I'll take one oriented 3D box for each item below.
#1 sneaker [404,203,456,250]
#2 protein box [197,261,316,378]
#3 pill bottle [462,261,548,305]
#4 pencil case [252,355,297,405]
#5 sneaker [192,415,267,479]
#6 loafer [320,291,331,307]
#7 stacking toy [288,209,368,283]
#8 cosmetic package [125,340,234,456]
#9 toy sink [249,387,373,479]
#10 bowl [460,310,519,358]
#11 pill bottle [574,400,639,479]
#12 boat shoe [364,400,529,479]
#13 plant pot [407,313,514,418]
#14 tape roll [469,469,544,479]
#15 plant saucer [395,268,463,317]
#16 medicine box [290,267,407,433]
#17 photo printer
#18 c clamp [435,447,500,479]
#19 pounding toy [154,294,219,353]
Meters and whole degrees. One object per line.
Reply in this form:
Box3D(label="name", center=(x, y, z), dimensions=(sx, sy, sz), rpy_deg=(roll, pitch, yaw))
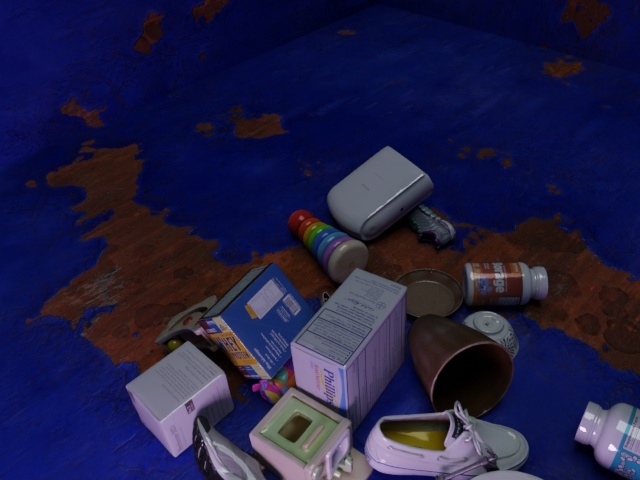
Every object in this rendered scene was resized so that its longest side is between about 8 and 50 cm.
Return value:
Box3D(label="sneaker", center=(0.319, -0.052, 1.938), dimensions=(0.098, 0.083, 0.223), rpy_deg=(-36, 50, -25))
Box3D(label="protein box", center=(-0.149, 0.199, 1.494), dimensions=(0.201, 0.200, 0.136), rpy_deg=(-45, 15, -32))
Box3D(label="pill bottle", center=(0.509, 0.119, 1.680), dimensions=(0.216, 0.121, 0.121), rpy_deg=(-2, 40, 4))
Box3D(label="pencil case", center=(-0.062, 0.312, 1.530), dimensions=(0.104, 0.104, 0.236), rpy_deg=(20, 44, 27))
Box3D(label="sneaker", center=(-0.194, 0.494, 1.332), dimensions=(0.108, 0.100, 0.271), rpy_deg=(-22, 54, -37))
Box3D(label="loafer", center=(0.030, 0.196, 1.702), dimensions=(0.045, 0.039, 0.125), rpy_deg=(-17, 41, -15))
Box3D(label="stacking toy", center=(0.000, 0.000, 1.881), dimensions=(0.141, 0.141, 0.330), rpy_deg=(-26, 39, -23))
Box3D(label="cosmetic package", center=(-0.331, 0.374, 1.443), dimensions=(0.151, 0.151, 0.183), rpy_deg=(30, 52, 34))
Box3D(label="toy sink", center=(-0.015, 0.456, 1.328), dimensions=(0.234, 0.131, 0.153), rpy_deg=(24, 48, 29))
Box3D(label="bowl", center=(0.435, 0.238, 1.580), dimensions=(0.170, 0.080, 0.170), rpy_deg=(-3, 41, 2))
Box3D(label="pill bottle", center=(0.681, 0.437, 1.268), dimensions=(0.264, 0.146, 0.146), rpy_deg=(22, 47, 29))
Box3D(label="boat shoe", center=(0.285, 0.414, 1.295), dimensions=(0.367, 0.157, 0.136), rpy_deg=(5, 40, -5))
Box3D(label="plant pot", center=(0.310, 0.279, 1.471), dimensions=(0.215, 0.215, 0.230), rpy_deg=(-16, 27, -13))
Box3D(label="tape roll", center=(0.369, 0.592, 1.152), dimensions=(0.286, 0.100, 0.286), rpy_deg=(-3, 41, 2))
Box3D(label="plant saucer", center=(0.304, 0.159, 1.722), dimensions=(0.198, 0.036, 0.199), rpy_deg=(-3, 41, 3))
Box3D(label="medicine box", center=(0.078, 0.263, 1.444), dimensions=(0.149, 0.264, 0.289), rpy_deg=(21, 46, 28))
Box3D(label="photo printer", center=(0.178, -0.149, 1.982), dimensions=(0.307, 0.107, 0.256), rpy_deg=(-38, 42, -2))
Box3D(label="c clamp", center=(0.299, 0.478, 1.244), dimensions=(0.160, 0.137, 0.022), rpy_deg=(-34, 40, 17))
Box3D(label="pounding toy", center=(-0.285, 0.253, 1.590), dimensions=(0.269, 0.155, 0.154), rpy_deg=(-28, 23, 21))
